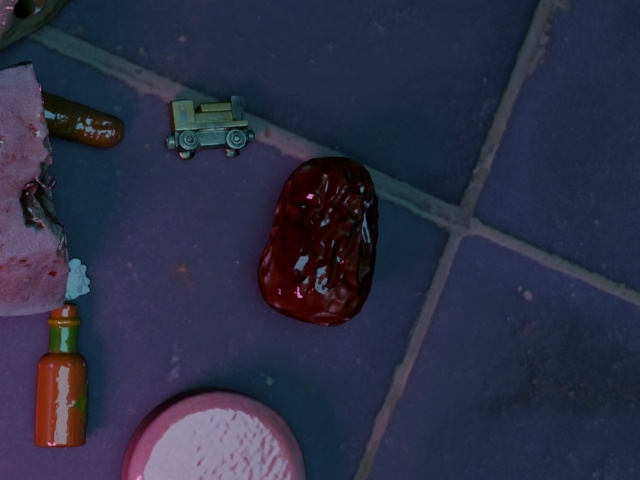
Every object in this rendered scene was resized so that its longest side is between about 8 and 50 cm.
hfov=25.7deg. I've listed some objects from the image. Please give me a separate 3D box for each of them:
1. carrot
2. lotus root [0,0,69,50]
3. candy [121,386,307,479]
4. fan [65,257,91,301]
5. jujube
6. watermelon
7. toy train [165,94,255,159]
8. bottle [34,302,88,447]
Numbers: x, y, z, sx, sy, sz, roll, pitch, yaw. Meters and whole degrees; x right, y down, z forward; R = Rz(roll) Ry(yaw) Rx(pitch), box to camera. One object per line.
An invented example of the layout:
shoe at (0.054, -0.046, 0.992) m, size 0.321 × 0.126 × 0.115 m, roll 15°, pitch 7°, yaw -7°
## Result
carrot at (-0.345, -0.162, 1.832) m, size 0.186 × 0.060 × 0.060 m, roll 11°, pitch 86°, yaw -17°
lotus root at (-0.466, -0.382, 1.774) m, size 0.314 × 0.142 × 0.210 m, roll 39°, pitch 43°, yaw -6°
candy at (-0.135, 0.321, 1.855) m, size 0.255 × 0.094 × 0.255 m, roll 1°, pitch 88°, yaw -15°
fan at (-0.346, 0.056, 1.853) m, size 0.083 × 0.004 × 0.056 m, roll -15°, pitch 92°, yaw -14°
jujube at (0.000, 0.000, 1.872) m, size 0.155 × 0.155 × 0.230 m, roll 10°, pitch 80°, yaw -14°
watermelon at (-0.428, -0.058, 1.726) m, size 0.188 × 0.175 × 0.322 m, roll -11°, pitch 106°, yaw -27°
toy train at (-0.151, -0.152, 1.887) m, size 0.122 × 0.050 × 0.081 m, roll -6°, pitch 80°, yaw -15°
bottle at (-0.335, 0.174, 1.820) m, size 0.069 × 0.069 × 0.187 m, roll 1°, pitch 89°, yaw -14°
